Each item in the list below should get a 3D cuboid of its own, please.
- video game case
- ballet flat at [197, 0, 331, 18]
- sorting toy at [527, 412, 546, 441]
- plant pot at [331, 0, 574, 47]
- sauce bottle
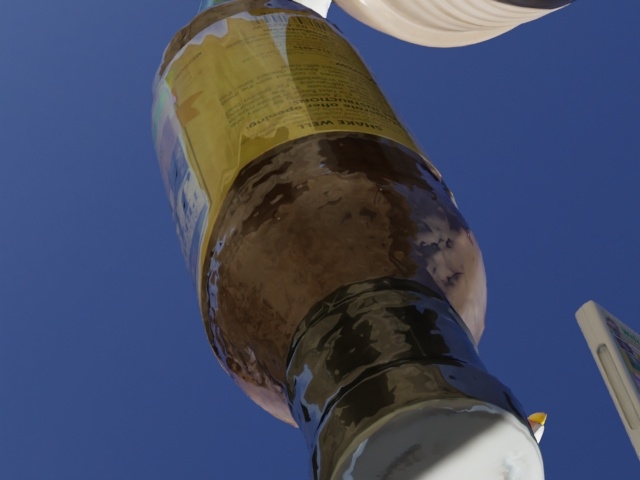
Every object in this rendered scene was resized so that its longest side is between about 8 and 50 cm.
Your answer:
[{"bbox_3d":[0.302,0.162,1.244,0.023,0.212,0.193,-42,-146,21],"label":"video game case"},{"bbox_3d":[-0.026,-0.171,0.911,0.086,0.086,0.248,-11,-115,38],"label":"ballet flat"},{"bbox_3d":[0.064,0.096,0.750,0.075,0.083,0.045,28,-140,14],"label":"sorting toy"},{"bbox_3d":[0.103,-0.197,0.731,0.110,0.237,0.237,31,-95,43],"label":"plant pot"},{"bbox_3d":[0.000,0.000,0.609,0.111,0.111,0.344,-44,-155,10],"label":"sauce bottle"}]
